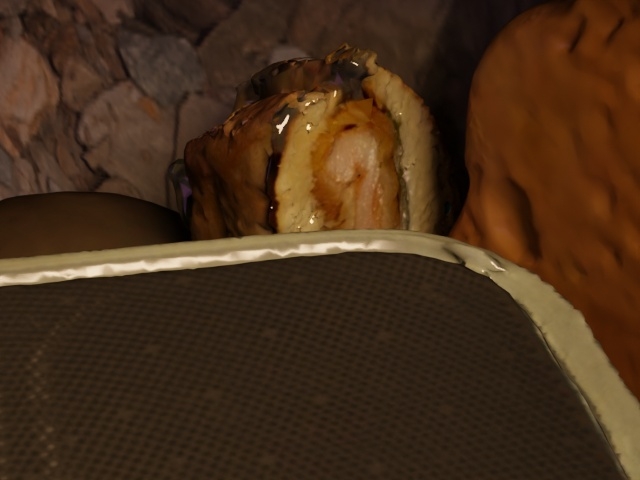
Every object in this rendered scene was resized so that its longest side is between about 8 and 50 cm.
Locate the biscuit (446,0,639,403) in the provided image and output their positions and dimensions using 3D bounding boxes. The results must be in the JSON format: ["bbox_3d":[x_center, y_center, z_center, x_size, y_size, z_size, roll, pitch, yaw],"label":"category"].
[{"bbox_3d":[0.145,0.064,0.377,0.312,0.057,0.351,47,142,36],"label":"biscuit"}]

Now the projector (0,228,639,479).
[{"bbox_3d":[-0.033,0.168,0.391,0.248,0.248,0.249,-113,21,-53],"label":"projector"}]

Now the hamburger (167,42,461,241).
[{"bbox_3d":[-0.004,-0.006,0.511,0.102,0.087,0.176,41,148,48],"label":"hamburger"}]

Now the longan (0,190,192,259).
[{"bbox_3d":[-0.112,0.076,0.597,0.198,0.198,0.212,27,153,33],"label":"longan"}]
